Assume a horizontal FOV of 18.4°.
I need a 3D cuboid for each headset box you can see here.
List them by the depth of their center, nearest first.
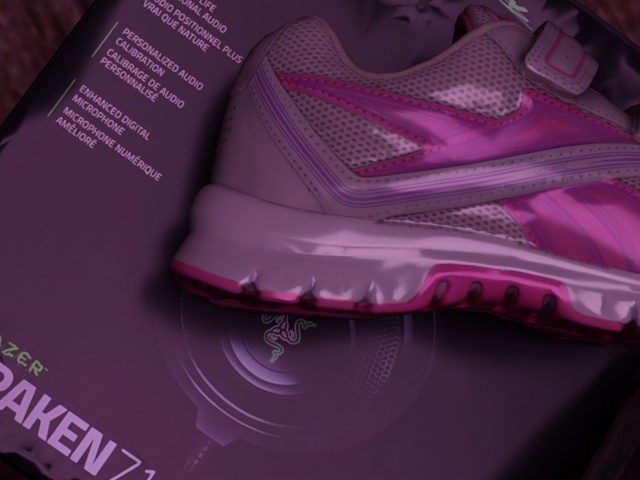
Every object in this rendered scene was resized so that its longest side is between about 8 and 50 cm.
[{"bbox_3d":[0.000,0.000,0.777,0.246,0.131,0.283,37,79,-4],"label":"headset box"}]

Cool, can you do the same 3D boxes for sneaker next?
[{"bbox_3d":[0.078,-0.023,0.674,0.252,0.103,0.111,6,85,-11],"label":"sneaker"}]

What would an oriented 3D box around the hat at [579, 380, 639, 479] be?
[{"bbox_3d":[0.136,0.210,0.763,0.331,0.134,0.331,13,70,-40],"label":"hat"}]
